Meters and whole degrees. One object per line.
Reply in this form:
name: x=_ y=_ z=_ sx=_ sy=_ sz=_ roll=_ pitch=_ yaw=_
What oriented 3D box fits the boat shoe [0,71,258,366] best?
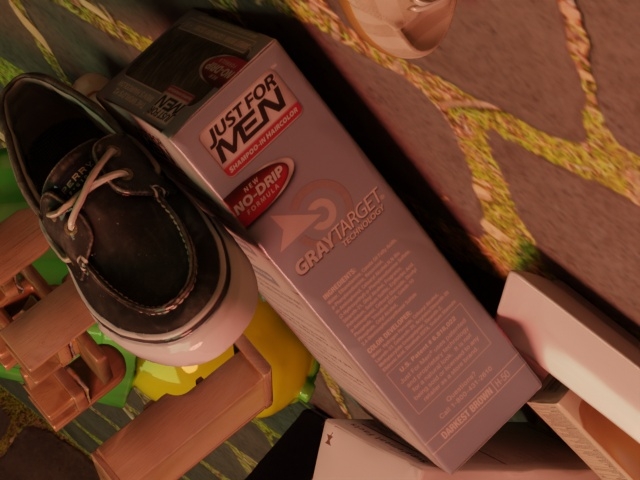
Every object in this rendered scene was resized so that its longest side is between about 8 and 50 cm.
boat shoe: x=-0.168 y=-0.021 z=1.489 sx=0.335 sy=0.121 sz=0.119 roll=41 pitch=174 yaw=48

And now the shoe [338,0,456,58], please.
shoe: x=0.047 y=-0.170 z=1.116 sx=0.058 sy=0.076 sz=0.219 roll=38 pitch=163 yaw=30

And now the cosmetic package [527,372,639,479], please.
cosmetic package: x=0.230 y=0.157 z=1.612 sx=0.115 sy=0.041 sz=0.060 roll=46 pitch=163 yaw=-14

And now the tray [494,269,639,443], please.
tray: x=0.250 y=0.118 z=1.486 sx=0.270 sy=0.030 sz=0.145 roll=38 pitch=163 yaw=12

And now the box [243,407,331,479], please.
box: x=0.090 y=0.436 z=2.368 sx=0.293 sy=0.212 sz=0.395 roll=27 pitch=158 yaw=40

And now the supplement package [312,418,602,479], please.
supplement package: x=0.122 y=0.237 z=1.691 sx=0.244 sy=0.134 sz=0.139 roll=5 pitch=-169 yaw=-38

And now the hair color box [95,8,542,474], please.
hair color box: x=0.000 y=0.000 z=1.555 sx=0.374 sy=0.113 sz=0.185 roll=50 pitch=171 yaw=-26

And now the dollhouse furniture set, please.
dollhouse furniture set: x=-0.177 y=0.085 z=1.680 sx=0.242 sy=0.161 sz=0.212 roll=49 pitch=166 yaw=14

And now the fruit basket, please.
fruit basket: x=-0.181 y=0.047 z=2.034 sx=0.392 sy=0.283 sz=0.392 roll=-3 pitch=166 yaw=-1

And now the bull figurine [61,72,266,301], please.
bull figurine: x=-0.146 y=-0.036 z=1.774 sx=0.310 sy=0.101 sz=0.188 roll=20 pitch=109 yaw=38
